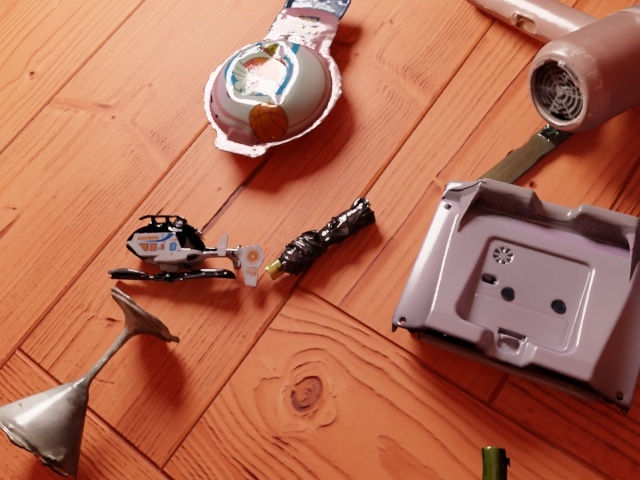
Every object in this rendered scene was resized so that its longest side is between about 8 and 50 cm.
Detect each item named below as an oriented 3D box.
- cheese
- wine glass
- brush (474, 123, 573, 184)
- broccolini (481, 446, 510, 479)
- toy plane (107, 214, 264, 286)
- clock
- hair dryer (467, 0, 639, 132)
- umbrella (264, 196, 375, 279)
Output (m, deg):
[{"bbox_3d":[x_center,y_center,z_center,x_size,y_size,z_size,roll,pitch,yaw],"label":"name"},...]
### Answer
[{"bbox_3d":[-0.050,-0.226,0.900,0.189,0.074,0.286,18,68,19],"label":"cheese"},{"bbox_3d":[-0.248,0.148,0.741,0.122,0.122,0.183,29,67,24],"label":"wine glass"},{"bbox_3d":[0.250,-0.110,0.799,0.190,0.027,0.034,-38,60,-7],"label":"brush"},{"bbox_3d":[0.075,0.291,0.617,0.123,0.062,0.271,33,80,9],"label":"broccolini"},{"bbox_3d":[-0.158,0.014,0.819,0.197,0.053,0.078,2,72,15],"label":"toy plane"},{"bbox_3d":[0.215,0.047,0.696,0.253,0.083,0.186,17,69,20],"label":"clock"},{"bbox_3d":[0.261,-0.259,0.833,0.189,0.107,0.344,-27,47,-19],"label":"hair dryer"},{"bbox_3d":[0.000,0.000,0.794,0.144,0.040,0.037,-34,70,-4],"label":"umbrella"}]
